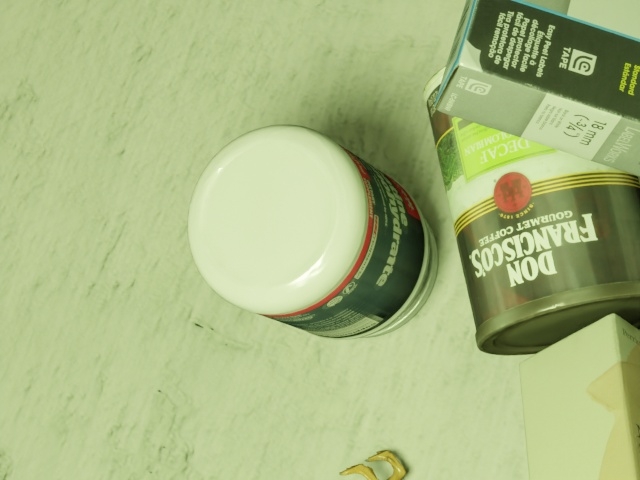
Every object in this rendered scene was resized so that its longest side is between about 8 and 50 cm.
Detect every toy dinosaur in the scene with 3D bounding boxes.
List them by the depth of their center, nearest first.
[{"bbox_3d":[0.080,0.280,1.761,0.211,0.064,0.112,-24,88,27],"label":"toy dinosaur"}]

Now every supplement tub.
[{"bbox_3d":[0.000,0.000,1.727,0.191,0.272,0.191,-5,77,23],"label":"supplement tub"}]

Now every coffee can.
[{"bbox_3d":[0.228,-0.043,1.677,0.202,0.201,0.275,-17,72,19],"label":"coffee can"}]

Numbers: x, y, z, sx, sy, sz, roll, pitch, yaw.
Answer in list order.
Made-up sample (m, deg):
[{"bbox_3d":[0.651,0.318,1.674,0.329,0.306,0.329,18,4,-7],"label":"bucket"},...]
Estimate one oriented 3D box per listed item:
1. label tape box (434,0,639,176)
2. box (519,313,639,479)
[{"bbox_3d":[0.302,-0.192,1.574,0.334,0.106,0.240,18,65,-2],"label":"label tape box"},{"bbox_3d":[0.282,0.240,1.545,0.121,0.148,0.311,-33,40,32],"label":"box"}]
